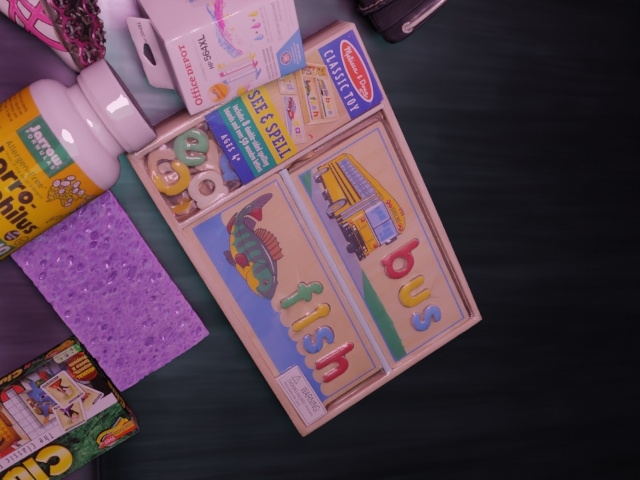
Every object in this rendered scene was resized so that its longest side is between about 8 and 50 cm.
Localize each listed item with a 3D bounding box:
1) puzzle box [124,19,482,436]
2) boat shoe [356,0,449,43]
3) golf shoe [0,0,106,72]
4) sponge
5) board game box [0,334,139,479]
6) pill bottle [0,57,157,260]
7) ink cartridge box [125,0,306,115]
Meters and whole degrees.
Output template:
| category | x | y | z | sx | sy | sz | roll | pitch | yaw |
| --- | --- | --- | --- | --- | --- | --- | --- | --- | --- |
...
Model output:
| category | x | y | z | sx | sy | sz | roll | pitch | yaw |
| --- | --- | --- | --- | --- | --- | --- | --- | --- | --- |
| puzzle box | 0.000 | 0.000 | 0.907 | 0.272 | 0.052 | 0.409 | -33 | 117 | -8 |
| boat shoe | 0.161 | -0.326 | 0.824 | 0.302 | 0.114 | 0.091 | -36 | 117 | 8 |
| golf shoe | -0.265 | -0.229 | 0.724 | 0.086 | 0.067 | 0.186 | -7 | 133 | 26 |
| sponge | -0.221 | 0.052 | 0.853 | 0.117 | 0.031 | 0.210 | -33 | 117 | -7 |
| board game box | -0.343 | 0.222 | 0.870 | 0.259 | 0.030 | 0.136 | -31 | 119 | -8 |
| pill bottle | -0.260 | -0.073 | 0.735 | 0.208 | 0.117 | 0.117 | -33 | 117 | -2 |
| ink cartridge box | -0.101 | -0.194 | 0.760 | 0.143 | 0.090 | 0.092 | -26 | 142 | -10 |
